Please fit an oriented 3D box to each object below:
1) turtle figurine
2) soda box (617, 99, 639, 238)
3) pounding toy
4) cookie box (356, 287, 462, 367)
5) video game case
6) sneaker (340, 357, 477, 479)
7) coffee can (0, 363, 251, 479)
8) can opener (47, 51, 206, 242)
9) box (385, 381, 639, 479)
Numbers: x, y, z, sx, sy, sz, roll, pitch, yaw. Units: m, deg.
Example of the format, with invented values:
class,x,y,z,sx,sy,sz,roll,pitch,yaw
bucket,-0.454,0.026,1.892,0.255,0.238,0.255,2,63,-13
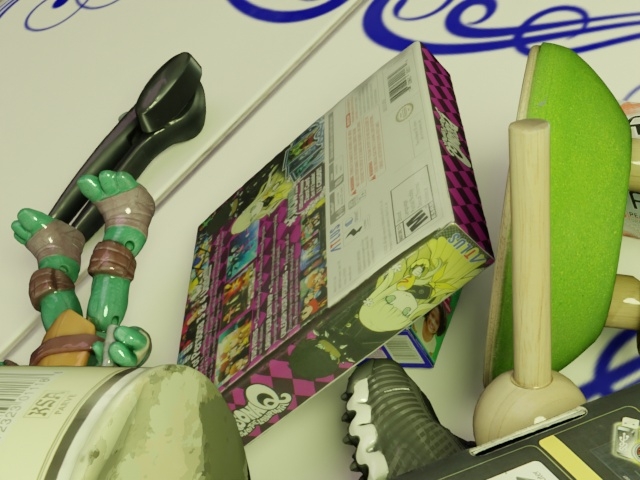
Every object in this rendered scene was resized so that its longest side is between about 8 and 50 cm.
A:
class,x,y,z,sx,sy,sz,roll,pitch,yaw
turtle figurine,-0.169,0.073,0.765,0.175,0.118,0.234,-12,50,17
soda box,0.214,-0.035,0.685,0.183,0.063,0.058,15,57,41
pounding toy,0.145,0.003,0.587,0.110,0.183,0.237,8,20,10
cookie box,0.040,0.026,0.744,0.092,0.040,0.107,-3,47,34
video game case,0.000,0.000,0.716,0.210,0.042,0.232,-39,25,20
sneaker,0.083,0.139,0.576,0.106,0.078,0.234,-24,42,2
coffee can,-0.195,0.158,0.571,0.275,0.201,0.201,-1,47,19
can opener,-0.159,-0.072,0.963,0.059,0.073,0.186,30,76,38
box,0.116,0.210,0.315,0.318,0.097,0.395,-16,35,-22
